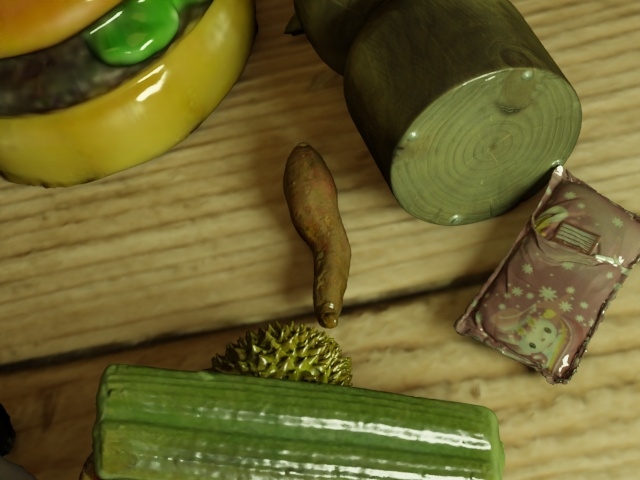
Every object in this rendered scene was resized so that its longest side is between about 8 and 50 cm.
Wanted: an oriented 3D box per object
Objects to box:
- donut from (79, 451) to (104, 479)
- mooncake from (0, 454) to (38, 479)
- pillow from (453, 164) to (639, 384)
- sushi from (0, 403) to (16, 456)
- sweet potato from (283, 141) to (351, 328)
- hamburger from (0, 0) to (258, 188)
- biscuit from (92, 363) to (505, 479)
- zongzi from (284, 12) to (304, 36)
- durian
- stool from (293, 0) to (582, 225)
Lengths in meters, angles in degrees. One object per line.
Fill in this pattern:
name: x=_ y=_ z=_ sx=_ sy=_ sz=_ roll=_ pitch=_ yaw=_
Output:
donut: x=-0.125 y=0.212 z=1.155 sx=0.140 sy=0.141 sz=0.059 roll=16 pitch=17 yaw=29
mooncake: x=-0.373 y=0.280 z=1.060 sx=0.381 sy=0.351 sz=0.212 roll=-39 pitch=41 yaw=-24
pillow: x=0.201 y=0.030 z=1.226 sx=0.118 sy=0.043 sz=0.185 roll=27 pitch=69 yaw=27
sushi: x=-0.347 y=0.171 z=1.286 sx=0.150 sy=0.078 sz=0.091 roll=-9 pitch=51 yaw=12
sweet potato: x=0.000 y=0.000 z=1.315 sx=0.050 sy=0.050 sz=0.214 roll=-17 pitch=51 yaw=6
hamburger: x=-0.268 y=-0.264 z=1.468 sx=0.395 sy=0.277 sz=0.396 roll=-11 pitch=50 yaw=13
biscuit: x=-0.011 y=0.153 z=1.113 sx=0.322 sy=0.038 sz=0.099 roll=8 pitch=63 yaw=-10
zongzi: x=0.050 y=-0.288 z=1.519 sx=0.176 sy=0.078 sz=0.160 roll=-25 pitch=26 yaw=30
durian: x=-0.038 y=0.150 z=1.182 sx=0.146 sy=0.102 sz=0.208 roll=-14 pitch=54 yaw=2
stool: x=0.099 y=-0.164 z=1.322 sx=0.179 sy=0.179 sz=0.264 roll=-26 pitch=49 yaw=-1
